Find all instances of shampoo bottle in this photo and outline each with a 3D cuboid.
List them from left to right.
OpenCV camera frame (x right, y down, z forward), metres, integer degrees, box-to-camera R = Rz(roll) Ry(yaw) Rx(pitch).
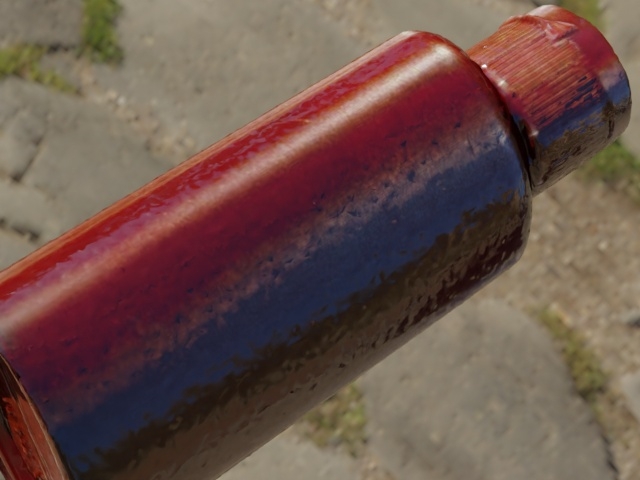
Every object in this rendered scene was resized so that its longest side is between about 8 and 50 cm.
[{"bbox_3d":[0.000,0.000,0.661,0.260,0.064,0.102,-34,116,-26],"label":"shampoo bottle"}]
